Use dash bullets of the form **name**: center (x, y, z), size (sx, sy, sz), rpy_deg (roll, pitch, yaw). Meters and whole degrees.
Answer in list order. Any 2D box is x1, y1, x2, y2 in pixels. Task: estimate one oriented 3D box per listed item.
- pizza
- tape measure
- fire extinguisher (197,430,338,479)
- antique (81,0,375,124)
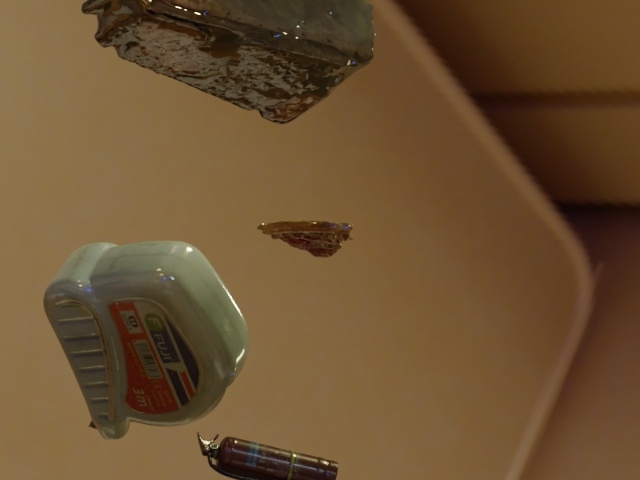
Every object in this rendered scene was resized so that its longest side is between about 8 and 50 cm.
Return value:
- **pizza**: center (-0.002, -0.003, 2.041), size (0.100, 0.029, 0.099), rpy_deg (13, -14, -35)
- **tape measure**: center (-0.210, 0.116, 2.346), size (0.246, 0.125, 0.243), rpy_deg (-6, -57, 23)
- **fire extinguisher**: center (-0.052, 0.208, 1.753), size (0.132, 0.056, 0.039), rpy_deg (14, -58, -6)
- **antique**: center (-0.098, -0.220, 1.815), size (0.284, 0.125, 0.150), rpy_deg (15, -30, -38)
